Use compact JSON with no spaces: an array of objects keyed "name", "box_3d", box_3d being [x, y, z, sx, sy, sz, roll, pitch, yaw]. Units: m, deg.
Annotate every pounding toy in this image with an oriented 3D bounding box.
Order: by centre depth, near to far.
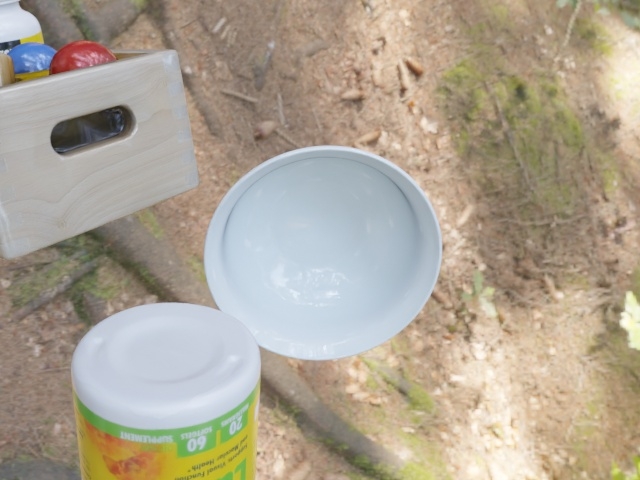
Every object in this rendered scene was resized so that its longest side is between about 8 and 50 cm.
[{"name":"pounding toy","box_3d":[-0.146,-0.057,0.341,0.141,0.130,0.100,-28,120,-43]}]

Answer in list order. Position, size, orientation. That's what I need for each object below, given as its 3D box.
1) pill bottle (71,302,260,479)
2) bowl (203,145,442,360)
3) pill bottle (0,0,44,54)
[{"name":"pill bottle","box_3d":[-0.119,0.186,0.578,0.136,0.136,0.246,-29,132,-48]},{"name":"bowl","box_3d":[0.000,0.000,0.952,0.298,0.297,0.134,57,9,-22]},{"name":"pill bottle","box_3d":[-0.630,-0.337,1.413,0.188,0.187,0.334,-36,133,-46]}]
